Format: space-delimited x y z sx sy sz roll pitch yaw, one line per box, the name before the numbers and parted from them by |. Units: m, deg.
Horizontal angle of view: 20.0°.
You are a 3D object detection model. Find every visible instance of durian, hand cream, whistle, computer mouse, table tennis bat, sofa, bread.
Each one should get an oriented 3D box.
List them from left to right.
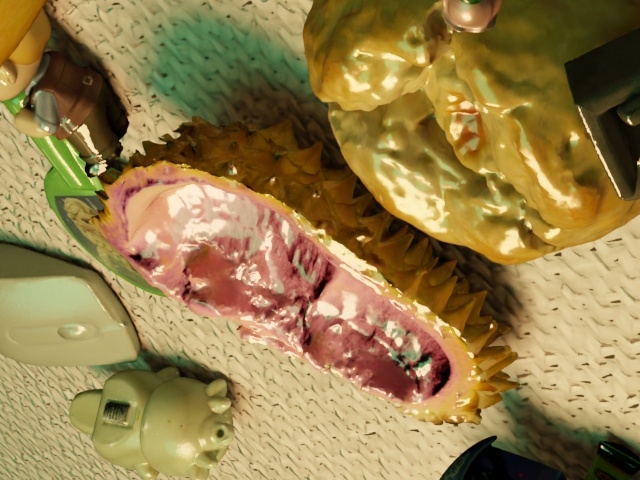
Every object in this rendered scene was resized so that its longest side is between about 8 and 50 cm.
computer mouse | -0.277 0.071 1.753 0.231 0.079 0.128 9 141 40
table tennis bat | -0.187 -0.040 1.523 0.160 0.039 0.257 6 139 44
whistle | -0.159 0.174 1.729 0.092 0.110 0.244 17 169 -40
durian | 0.000 0.001 1.283 0.341 0.112 0.191 27 141 7
bread | 0.089 -0.084 1.015 0.244 0.134 0.244 29 147 21
hand cream | 0.212 0.186 1.368 0.036 0.023 0.122 31 147 11
sofa | 0.203 -0.072 0.883 0.147 0.060 0.085 -24 122 11

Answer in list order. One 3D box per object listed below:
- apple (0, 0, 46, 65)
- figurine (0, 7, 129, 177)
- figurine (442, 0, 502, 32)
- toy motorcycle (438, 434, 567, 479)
apple | -0.335 -0.238 1.086 0.384 0.374 0.374 9 141 22
figurine | -0.228 -0.133 1.381 0.108 0.114 0.196 -19 131 32
figurine | 0.114 -0.168 0.865 0.178 0.144 0.114 26 154 2
toy motorcycle | 0.201 0.238 1.319 0.331 0.125 0.196 8 140 39
